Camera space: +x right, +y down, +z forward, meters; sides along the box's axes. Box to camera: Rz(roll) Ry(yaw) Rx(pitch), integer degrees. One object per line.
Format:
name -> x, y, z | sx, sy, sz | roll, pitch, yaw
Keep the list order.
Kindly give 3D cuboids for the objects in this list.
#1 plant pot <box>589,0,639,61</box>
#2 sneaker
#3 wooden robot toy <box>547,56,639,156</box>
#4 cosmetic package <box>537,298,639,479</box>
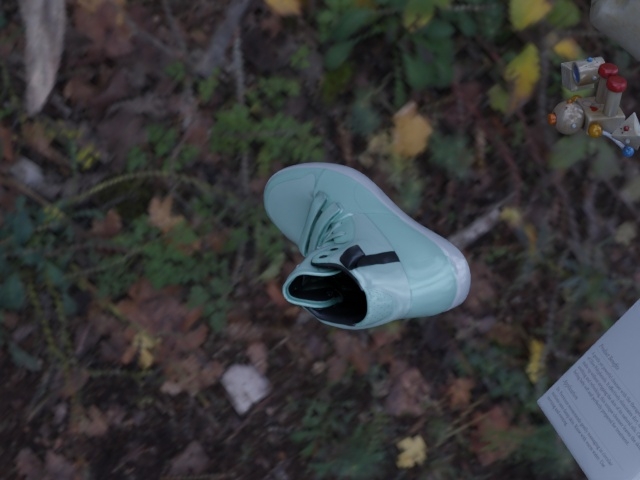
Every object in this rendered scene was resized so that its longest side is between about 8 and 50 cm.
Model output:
plant pot -> 0.362, -0.164, 0.986 | 0.305, 0.334, 0.334 | 32, 55, -1
sneaker -> 0.000, 0.000, 1.400 | 0.151, 0.094, 0.256 | -13, 32, -42
wooden robot toy -> 0.275, -0.146, 1.578 | 0.079, 0.076, 0.173 | -10, 39, -8
cosmetic package -> 0.428, 0.127, 1.564 | 0.155, 0.365, 0.197 | 38, 13, -29
